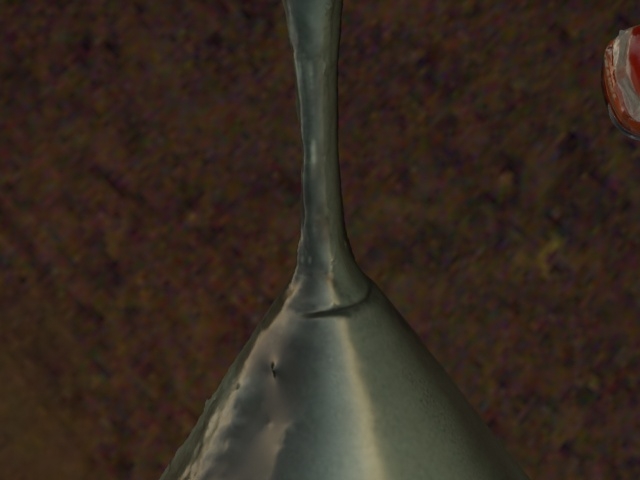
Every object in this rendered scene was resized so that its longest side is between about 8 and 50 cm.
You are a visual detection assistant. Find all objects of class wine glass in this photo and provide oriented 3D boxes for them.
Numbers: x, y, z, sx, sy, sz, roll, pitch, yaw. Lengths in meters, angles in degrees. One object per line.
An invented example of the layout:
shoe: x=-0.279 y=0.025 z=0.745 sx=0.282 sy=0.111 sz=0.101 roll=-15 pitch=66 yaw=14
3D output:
wine glass: x=0.000 y=0.000 z=1.053 sx=0.267 sy=0.267 sz=0.406 roll=12 pitch=116 yaw=35

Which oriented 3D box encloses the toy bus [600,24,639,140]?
toy bus: x=0.269 y=-0.117 z=1.239 sx=0.174 sy=0.077 sz=0.079 roll=-10 pitch=82 yaw=6
